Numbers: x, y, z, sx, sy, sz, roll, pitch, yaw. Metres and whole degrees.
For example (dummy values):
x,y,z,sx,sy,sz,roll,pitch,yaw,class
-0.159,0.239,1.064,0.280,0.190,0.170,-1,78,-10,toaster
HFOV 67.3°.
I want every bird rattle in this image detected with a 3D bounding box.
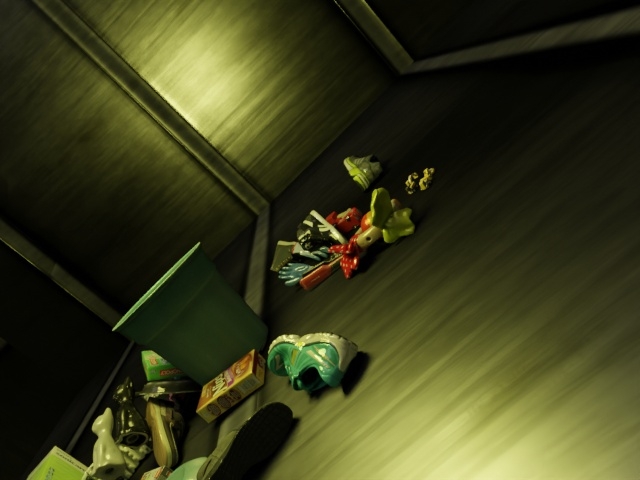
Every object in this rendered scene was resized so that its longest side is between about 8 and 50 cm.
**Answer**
x,y,z,sx,sy,sz,roll,pitch,yaw,class
0.143,-0.020,1.291,0.254,0.143,0.207,-52,-2,31,bird rattle

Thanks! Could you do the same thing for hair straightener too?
x,y,z,sx,sy,sz,roll,pitch,yaw,class
0.034,0.055,1.432,0.230,0.047,0.089,-40,17,20,hair straightener

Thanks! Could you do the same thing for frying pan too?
x,y,z,sx,sy,sz,roll,pitch,yaw,class
-0.477,0.461,1.501,0.326,0.197,0.053,-22,66,53,frying pan

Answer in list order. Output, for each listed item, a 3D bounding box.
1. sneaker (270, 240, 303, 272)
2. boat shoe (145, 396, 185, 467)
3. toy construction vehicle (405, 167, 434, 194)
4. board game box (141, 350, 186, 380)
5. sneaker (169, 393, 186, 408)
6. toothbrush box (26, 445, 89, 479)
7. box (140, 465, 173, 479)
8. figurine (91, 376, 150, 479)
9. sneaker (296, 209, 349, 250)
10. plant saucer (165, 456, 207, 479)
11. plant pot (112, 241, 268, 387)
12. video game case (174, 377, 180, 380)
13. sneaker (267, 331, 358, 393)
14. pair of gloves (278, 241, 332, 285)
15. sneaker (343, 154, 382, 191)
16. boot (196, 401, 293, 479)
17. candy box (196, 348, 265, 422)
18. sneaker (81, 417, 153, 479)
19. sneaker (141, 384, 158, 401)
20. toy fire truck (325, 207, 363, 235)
x,y,z,sx,sy,sz,roll,pitch,yaw,class
-0.098,0.071,1.723,0.222,0.083,0.118,3,72,58,sneaker
-0.427,0.526,1.350,0.285,0.092,0.103,22,107,60,boat shoe
0.284,-0.174,1.385,0.085,0.035,0.098,-28,24,49,toy construction vehicle
-0.491,0.412,1.648,0.213,0.046,0.317,-3,-2,-23,board game box
-0.467,0.515,1.593,0.057,0.047,0.119,-38,14,-16,sneaker
-0.761,0.765,1.412,0.122,0.206,0.283,-49,16,-11,toothbrush box
-0.442,0.659,1.162,0.114,0.036,0.207,-35,19,35,box
-0.587,0.537,1.383,0.215,0.092,0.209,-53,41,13,figurine
0.000,0.000,1.535,0.121,0.079,0.217,-48,40,1,sneaker
-0.330,0.573,1.089,0.195,0.037,0.195,-41,16,15,plant saucer
-0.355,0.240,1.415,0.341,0.334,0.341,-43,13,12,plant pot
-0.542,0.488,1.902,0.119,0.015,0.166,-52,16,-20,video game case
-0.038,0.261,1.008,0.275,0.107,0.110,-26,34,52,sneaker
-0.049,0.069,1.565,0.159,0.023,0.198,-1,49,35,pair of gloves
0.172,-0.276,1.851,0.121,0.111,0.300,-33,23,9,sneaker
-0.168,0.417,0.991,0.246,0.083,0.161,-48,10,-13,boot
-0.232,0.380,1.260,0.186,0.053,0.109,-38,17,9,candy box
-0.593,0.651,1.478,0.292,0.110,0.118,-40,6,-11,sneaker
-0.650,0.574,1.863,0.038,0.069,0.098,-28,23,46,sneaker
0.078,-0.068,1.633,0.192,0.047,0.135,-32,21,42,toy fire truck
